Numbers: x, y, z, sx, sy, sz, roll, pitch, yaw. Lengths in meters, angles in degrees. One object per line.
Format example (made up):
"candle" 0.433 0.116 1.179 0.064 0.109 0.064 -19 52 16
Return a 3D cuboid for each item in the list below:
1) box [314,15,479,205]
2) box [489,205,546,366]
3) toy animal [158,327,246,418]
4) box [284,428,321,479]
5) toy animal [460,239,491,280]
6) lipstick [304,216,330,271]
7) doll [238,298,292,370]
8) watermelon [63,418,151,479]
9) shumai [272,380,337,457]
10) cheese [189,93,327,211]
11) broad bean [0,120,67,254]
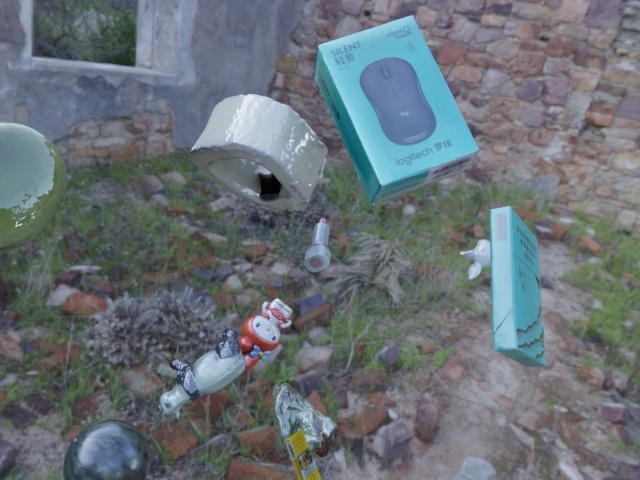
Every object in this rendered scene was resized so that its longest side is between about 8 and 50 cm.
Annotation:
"box" 0.136 -0.248 0.914 0.205 0.311 0.118 -20 -12 -9
"box" 0.321 0.079 0.780 0.042 0.226 0.161 -11 -28 37
"toy animal" -0.263 0.302 1.064 0.225 0.093 0.121 -29 25 -10
"box" -0.050 0.635 1.380 0.023 0.155 0.087 -26 -11 18
"toy animal" 0.383 0.031 1.070 0.124 0.070 0.085 -21 8 27
"lipstick" 0.001 0.001 1.288 0.063 0.057 0.186 -25 33 26
"doll" -0.227 0.361 1.839 0.161 0.290 0.130 40 -13 -9
"watermelon" -0.551 0.571 1.239 0.212 0.212 0.212 10 20 -4
"shumai" -0.061 0.602 1.623 0.204 0.222 0.271 -4 40 -12
"cheese" -0.136 -0.199 1.146 0.292 0.153 0.332 33 -17 -31
"broad bean" -0.516 -0.075 0.742 0.189 0.263 0.121 41 -27 -17
